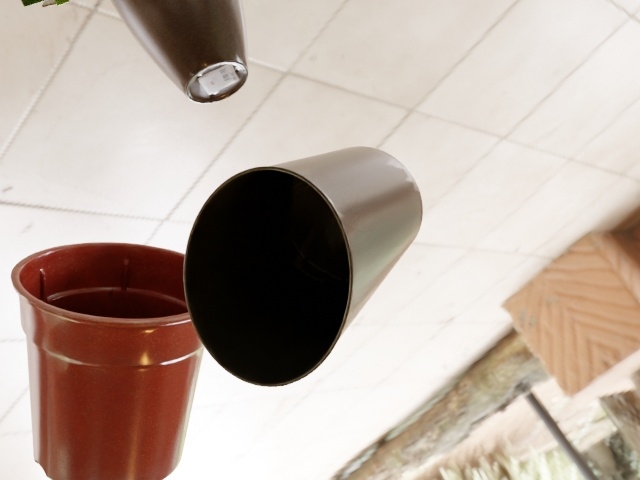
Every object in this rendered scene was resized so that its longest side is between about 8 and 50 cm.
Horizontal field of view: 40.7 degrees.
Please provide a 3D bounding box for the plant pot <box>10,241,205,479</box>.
[{"bbox_3d":[-0.272,0.171,1.148,0.273,0.272,0.265,-7,113,-40],"label":"plant pot"}]

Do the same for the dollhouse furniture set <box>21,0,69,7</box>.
[{"bbox_3d":[-0.444,-0.429,1.404,0.059,0.151,0.076,-11,128,7],"label":"dollhouse furniture set"}]

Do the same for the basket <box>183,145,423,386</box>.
[{"bbox_3d":[0.000,0.000,0.808,0.227,0.154,0.204,-36,147,-59],"label":"basket"}]

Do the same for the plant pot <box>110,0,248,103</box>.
[{"bbox_3d":[-0.207,-0.347,1.406,0.215,0.230,0.215,-21,158,-9],"label":"plant pot"}]
